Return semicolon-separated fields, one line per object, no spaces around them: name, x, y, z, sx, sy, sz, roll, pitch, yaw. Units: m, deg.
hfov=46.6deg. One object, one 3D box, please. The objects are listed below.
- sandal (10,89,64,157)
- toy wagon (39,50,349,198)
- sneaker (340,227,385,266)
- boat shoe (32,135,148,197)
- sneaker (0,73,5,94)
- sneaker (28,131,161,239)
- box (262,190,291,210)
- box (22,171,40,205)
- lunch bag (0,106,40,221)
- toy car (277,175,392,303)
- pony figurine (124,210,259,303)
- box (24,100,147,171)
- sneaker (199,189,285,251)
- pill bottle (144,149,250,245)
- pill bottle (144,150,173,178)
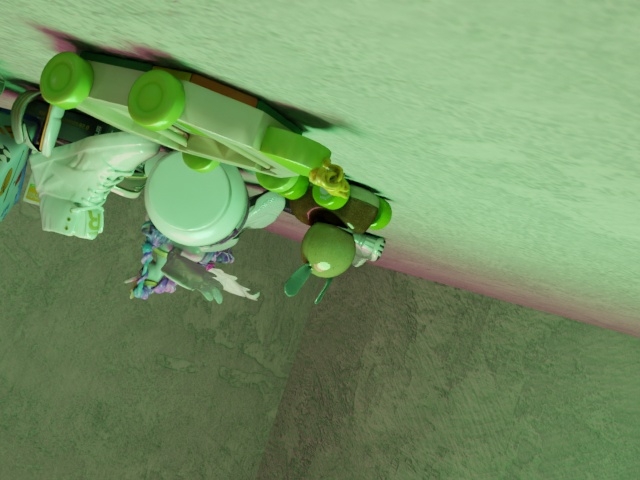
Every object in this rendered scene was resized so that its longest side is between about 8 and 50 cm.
sandal;-0.470;-0.196;1.222;0.076;0.102;0.265;16;180;-23
toy wagon;-0.116;-0.119;0.807;0.344;0.068;0.267;16;177;27
sneaker;0.080;0.005;2.006;0.132;0.086;0.228;24;166;-12
boat shoe;-0.569;-0.203;1.862;0.305;0.091;0.109;22;-148;-36
sneaker;-0.547;-0.230;1.112;0.108;0.100;0.271;13;-179;-36
sneaker;-0.377;-0.089;1.281;0.292;0.169;0.108;-10;177;32
box;-0.046;-0.071;1.731;0.116;0.029;0.162;17;176;37
box;-0.724;-0.184;2.064;0.114;0.203;0.103;18;177;5
lunch bag;-0.714;-0.127;1.216;0.385;0.239;0.328;22;-156;-15
toy car;0.000;0.000;1.126;0.149;0.188;0.155;16;176;37
pony figurine;-0.338;0.022;1.979;0.351;0.364;0.303;17;177;22
box;-0.461;-0.204;1.467;0.183;0.056;0.231;18;177;8
sneaker;-0.196;-0.086;1.653;0.268;0.153;0.101;-30;162;38
pill bottle;-0.210;-0.072;1.285;0.169;0.169;0.301;18;178;-2
pill bottle;-0.298;-0.134;1.503;0.086;0.086;0.152;18;177;9
